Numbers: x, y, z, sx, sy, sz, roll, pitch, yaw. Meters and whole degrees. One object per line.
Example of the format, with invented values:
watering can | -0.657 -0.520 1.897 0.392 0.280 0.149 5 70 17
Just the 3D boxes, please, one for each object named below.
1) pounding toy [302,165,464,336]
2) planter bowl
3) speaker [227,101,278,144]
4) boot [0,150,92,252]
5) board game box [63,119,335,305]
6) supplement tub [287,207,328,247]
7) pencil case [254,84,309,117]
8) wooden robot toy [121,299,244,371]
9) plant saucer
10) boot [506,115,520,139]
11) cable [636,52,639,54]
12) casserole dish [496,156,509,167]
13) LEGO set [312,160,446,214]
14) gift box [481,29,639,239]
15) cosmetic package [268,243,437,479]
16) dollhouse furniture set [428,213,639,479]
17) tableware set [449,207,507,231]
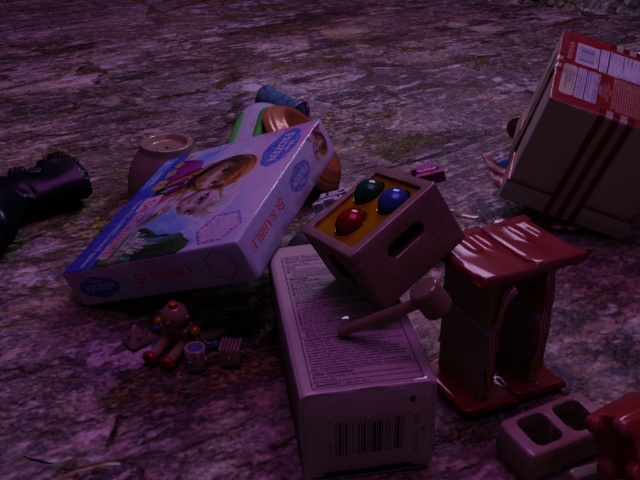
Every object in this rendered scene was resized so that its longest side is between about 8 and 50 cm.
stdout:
pounding toy | 0.064 0.015 0.816 0.181 0.094 0.206 -40 27 -11
planter bowl | -0.280 -0.135 1.373 0.161 0.109 0.162 1 31 0
speaker | -0.121 -0.163 1.407 0.131 0.131 0.297 2 30 2
boot | -0.494 -0.076 1.277 0.207 0.094 0.246 -21 30 -26
board game box | -0.172 -0.045 1.103 0.317 0.066 0.319 -10 33 29
supplement tub | 0.000 0.000 1.185 0.070 0.071 0.107 15 34 22
pencil case | -0.088 -0.315 1.734 0.070 0.065 0.151 -35 44 -23
wooden robot toy | -0.186 0.119 0.966 0.173 0.079 0.076 11 31 18
plant saucer | -0.026 -0.181 1.402 0.037 0.200 0.200 -38 21 22
boot | 0.483 -0.263 1.657 0.197 0.073 0.152 7 29 -15
cable | 0.623 -0.257 1.492 0.257 0.089 0.257 4 68 40
casserole dish | 0.426 -0.136 1.465 0.188 0.037 0.114 -19 36 -29
LEGO set | 0.110 -0.067 1.280 0.227 0.087 0.093 -13 20 12
gift box | 0.446 -0.185 1.290 0.276 0.258 0.255 23 49 10
cosmetic package | 0.027 0.130 0.903 0.153 0.129 0.296 -5 31 -7
dollhouse furniture set | 0.270 0.148 0.806 0.152 0.202 0.374 -13 32 -23
tableware set | 0.245 0.009 1.211 0.194 0.039 0.128 16 45 35
